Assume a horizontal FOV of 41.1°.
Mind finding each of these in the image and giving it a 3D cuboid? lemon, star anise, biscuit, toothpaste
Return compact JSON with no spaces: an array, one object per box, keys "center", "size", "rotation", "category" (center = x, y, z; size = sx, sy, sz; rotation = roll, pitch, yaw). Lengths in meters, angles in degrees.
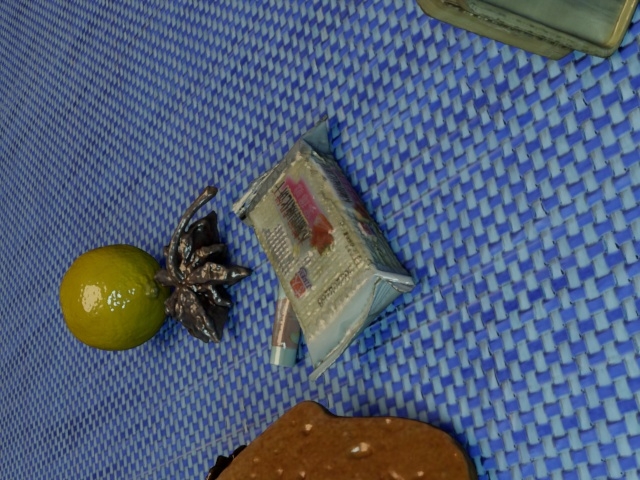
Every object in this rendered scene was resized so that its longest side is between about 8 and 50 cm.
[{"center":[-0.333,0.094,1.404],"size":[0.203,0.178,0.179],"rotation":[-10,77,39],"category":"lemon"},{"center":[-0.188,0.044,1.288],"size":[0.209,0.089,0.232],"rotation":[-18,83,43],"category":"star anise"},{"center":[0.018,0.360,0.832],"size":[0.349,0.078,0.456],"rotation":[-22,47,7],"category":"biscuit"},{"center":[-0.003,0.003,1.045],"size":[0.186,0.079,0.309],"rotation":[-45,51,23],"category":"biscuit"},{"center":[-0.037,0.063,1.132],"size":[0.056,0.036,0.205],"rotation":[2,82,46],"category":"toothpaste"}]

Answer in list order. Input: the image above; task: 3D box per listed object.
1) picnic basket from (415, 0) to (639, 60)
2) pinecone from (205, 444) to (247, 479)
[{"center":[0.180,-0.333,0.738],"size":[0.175,0.227,0.313],"rotation":[35,112,47],"category":"picnic basket"},{"center":[-0.068,0.348,1.043],"size":[0.165,0.162,0.163],"rotation":[27,107,37],"category":"pinecone"}]
